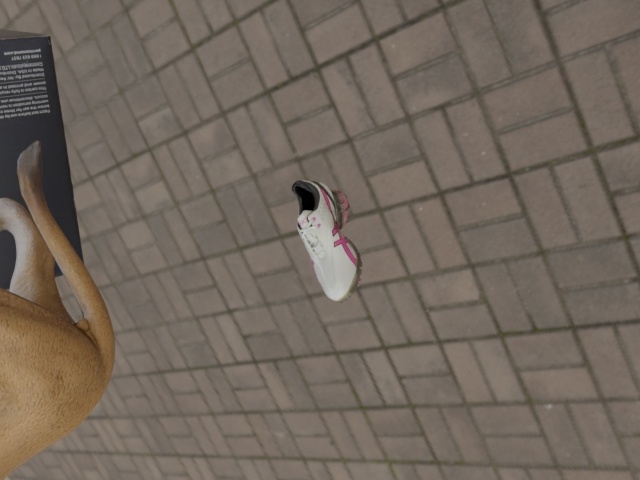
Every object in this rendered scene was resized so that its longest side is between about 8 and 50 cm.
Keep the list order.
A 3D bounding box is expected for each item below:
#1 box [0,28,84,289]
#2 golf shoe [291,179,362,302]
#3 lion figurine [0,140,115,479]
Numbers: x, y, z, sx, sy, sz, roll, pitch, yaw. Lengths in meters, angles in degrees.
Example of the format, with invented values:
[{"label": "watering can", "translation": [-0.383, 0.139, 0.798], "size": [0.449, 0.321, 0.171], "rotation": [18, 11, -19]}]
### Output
[{"label": "box", "translation": [-0.487, -0.125, 1.072], "size": [0.343, 0.178, 0.313], "rotation": [23, 120, 50]}, {"label": "golf shoe", "translation": [0.000, 0.000, 1.033], "size": [0.067, 0.086, 0.186], "rotation": [-41, 44, 32]}, {"label": "lion figurine", "translation": [-0.260, 0.139, 0.529], "size": [0.240, 0.392, 0.142], "rotation": [41, 173, 7]}]
